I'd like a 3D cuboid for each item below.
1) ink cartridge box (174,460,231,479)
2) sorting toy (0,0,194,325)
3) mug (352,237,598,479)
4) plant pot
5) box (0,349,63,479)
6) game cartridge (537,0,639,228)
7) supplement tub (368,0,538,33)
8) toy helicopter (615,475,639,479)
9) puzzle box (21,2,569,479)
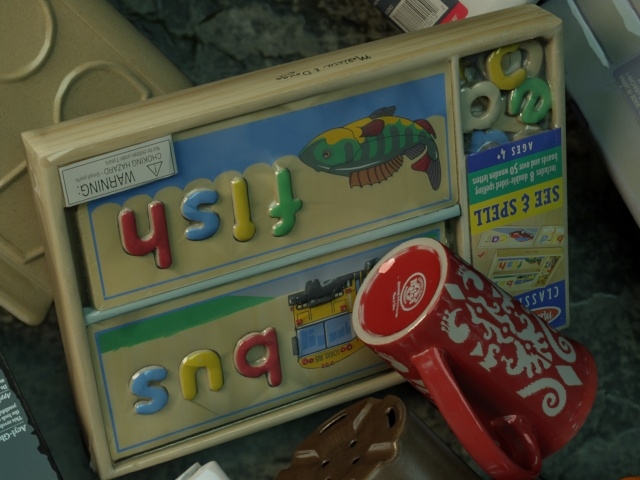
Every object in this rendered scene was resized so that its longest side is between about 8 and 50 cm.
[{"bbox_3d":[-0.077,0.326,1.071,0.201,0.117,0.278,-39,89,-21],"label":"ink cartridge box"},{"bbox_3d":[-0.189,-0.059,1.105,0.307,0.041,0.229,43,70,-33],"label":"sorting toy"},{"bbox_3d":[0.119,0.087,1.117,0.113,0.150,0.169,-48,121,4],"label":"mug"},{"bbox_3d":[0.060,0.210,1.091,0.167,0.167,0.165,-46,109,-21],"label":"plant pot"},{"bbox_3d":[-0.326,0.173,1.049,0.261,0.103,0.184,-24,80,-20],"label":"box"},{"bbox_3d":[0.346,-0.085,1.214,0.230,0.068,0.355,-30,91,16],"label":"game cartridge"},{"bbox_3d":[0.077,-0.289,1.235,0.272,0.191,0.191,43,69,-2],"label":"supplement tub"},{"bbox_3d":[0.272,0.355,1.148,0.235,0.140,0.355,11,67,-24],"label":"toy helicopter"},{"bbox_3d":[0.000,0.000,1.132,0.409,0.052,0.272,-17,120,-19],"label":"puzzle box"}]
